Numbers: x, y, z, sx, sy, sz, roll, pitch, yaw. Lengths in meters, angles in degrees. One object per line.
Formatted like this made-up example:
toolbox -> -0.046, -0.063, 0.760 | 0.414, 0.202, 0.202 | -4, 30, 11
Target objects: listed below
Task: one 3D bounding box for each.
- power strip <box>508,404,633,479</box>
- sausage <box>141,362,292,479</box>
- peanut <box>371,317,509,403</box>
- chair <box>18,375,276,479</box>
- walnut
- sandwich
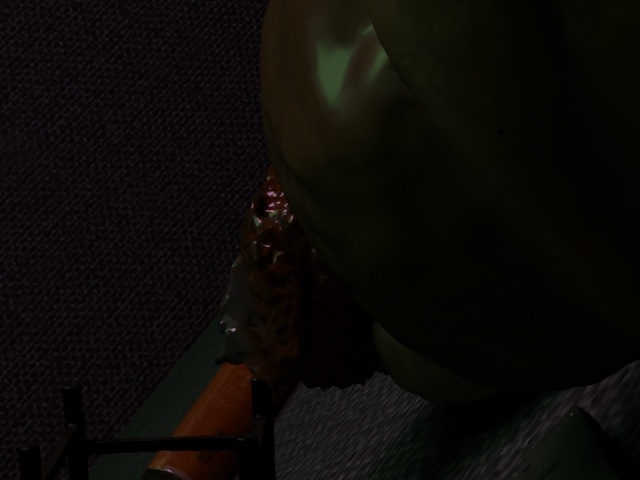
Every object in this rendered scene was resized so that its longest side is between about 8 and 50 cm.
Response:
power strip -> 0.107, 0.104, 0.624 | 0.051, 0.019, 0.136 | -50, 5, 7
sausage -> -0.085, 0.166, 1.441 | 0.071, 0.071, 0.234 | -42, 8, 50
peanut -> 0.131, -0.018, 0.795 | 0.274, 0.111, 0.125 | -43, 30, 28
chair -> -0.090, 0.222, 0.834 | 0.154, 0.141, 0.260 | -83, -10, -81
walnut -> 0.112, -0.078, 0.568 | 0.296, 0.285, 0.285 | -23, 18, 28
sandwich -> 0.003, -0.009, 0.874 | 0.160, 0.109, 0.185 | -2, -71, -59
